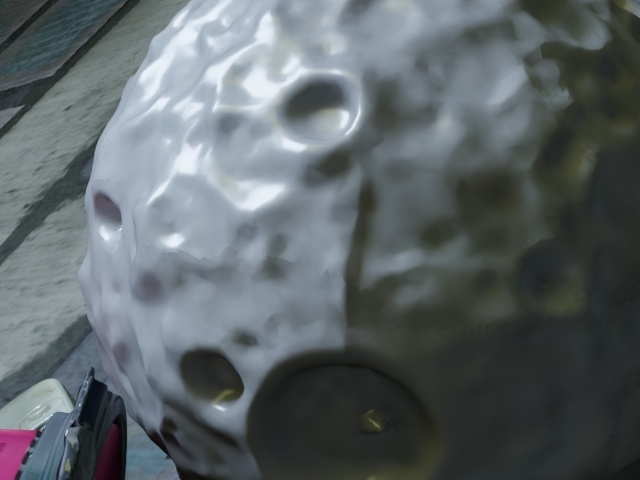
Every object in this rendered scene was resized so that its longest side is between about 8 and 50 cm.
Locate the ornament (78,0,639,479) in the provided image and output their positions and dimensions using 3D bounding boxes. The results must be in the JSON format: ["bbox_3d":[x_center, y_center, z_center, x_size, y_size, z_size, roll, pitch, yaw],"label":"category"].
[{"bbox_3d":[0.044,0.009,0.868,0.337,0.337,0.337,-29,23,14],"label":"ornament"}]

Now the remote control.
[{"bbox_3d":[-0.200,0.172,1.246,0.090,0.049,0.230,-35,22,-3],"label":"remote control"}]

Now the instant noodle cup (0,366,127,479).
[{"bbox_3d":[-0.199,0.184,0.797,0.182,0.302,0.258,9,18,0],"label":"instant noodle cup"}]
